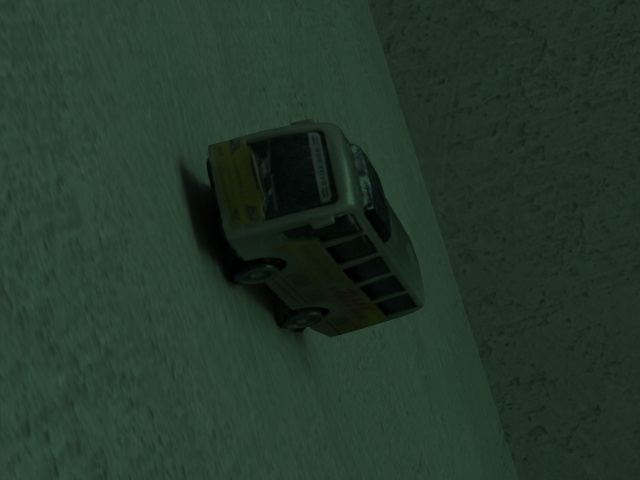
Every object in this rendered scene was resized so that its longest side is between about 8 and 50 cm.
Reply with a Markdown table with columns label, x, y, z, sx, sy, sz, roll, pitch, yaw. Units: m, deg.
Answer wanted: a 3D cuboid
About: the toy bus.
| label | x | y | z | sx | sy | sz | roll | pitch | yaw |
| --- | --- | --- | --- | --- | --- | --- | --- | --- | --- |
| toy bus | 0.000 | 0.000 | 1.628 | 0.342 | 0.138 | 0.097 | 54 | 24 | -68 |
